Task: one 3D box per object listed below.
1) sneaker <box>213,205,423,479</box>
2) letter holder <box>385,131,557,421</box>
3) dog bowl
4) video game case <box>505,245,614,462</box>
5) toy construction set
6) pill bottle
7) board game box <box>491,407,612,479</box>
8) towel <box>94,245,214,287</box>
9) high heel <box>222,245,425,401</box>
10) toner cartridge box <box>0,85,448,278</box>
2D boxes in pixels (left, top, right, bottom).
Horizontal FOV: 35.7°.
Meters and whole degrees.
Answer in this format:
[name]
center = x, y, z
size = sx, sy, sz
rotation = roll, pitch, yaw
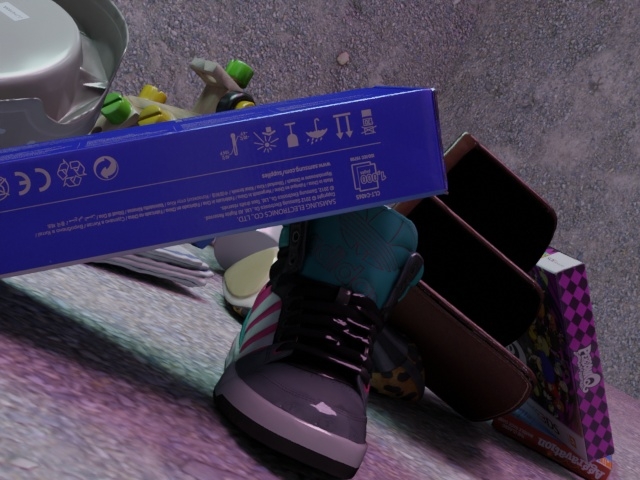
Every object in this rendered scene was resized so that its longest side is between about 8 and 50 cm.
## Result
[sneaker]
center = 0.011, 0.054, 0.749
size = 0.124, 0.178, 0.295
rotation = 26, 4, -11
[letter holder]
center = 0.157, 0.060, 1.036
size = 0.214, 0.152, 0.302
rotation = 41, -14, 10
[dog bowl]
center = -0.380, -0.196, 1.032
size = 0.349, 0.102, 0.348
rotation = 12, 36, -9
[video game case]
center = 0.255, 0.110, 1.152
size = 0.042, 0.232, 0.210
rotation = -17, 18, -12
[toy construction set]
center = -0.222, -0.159, 1.257
size = 0.309, 0.237, 0.257
rotation = 33, -6, -28
[pill bottle]
center = -0.073, -0.056, 1.404
size = 0.131, 0.131, 0.229
rotation = 26, 44, -10
[board game box]
center = 0.306, 0.251, 1.286
size = 0.145, 0.027, 0.281
rotation = 26, 3, 17
[towel]
center = -0.272, -0.026, 1.086
size = 0.285, 0.034, 0.209
rotation = 27, 5, 43
[high heel]
center = -0.003, 0.100, 1.089
size = 0.186, 0.093, 0.261
rotation = 51, -22, -26
[toner cartridge box]
center = -0.102, -0.045, 0.698
size = 0.348, 0.075, 0.165
rotation = -11, 10, -8
